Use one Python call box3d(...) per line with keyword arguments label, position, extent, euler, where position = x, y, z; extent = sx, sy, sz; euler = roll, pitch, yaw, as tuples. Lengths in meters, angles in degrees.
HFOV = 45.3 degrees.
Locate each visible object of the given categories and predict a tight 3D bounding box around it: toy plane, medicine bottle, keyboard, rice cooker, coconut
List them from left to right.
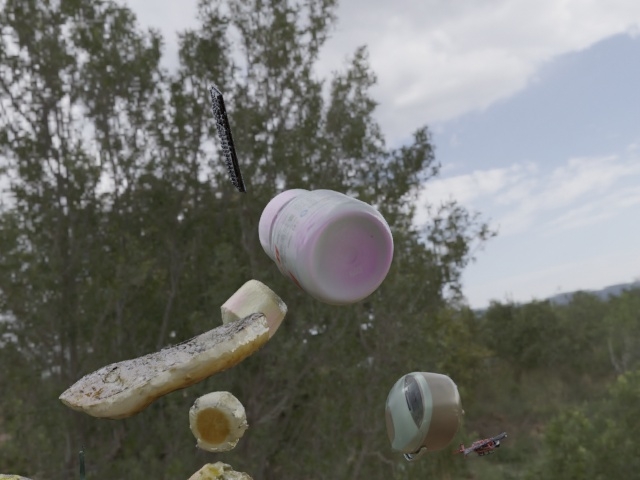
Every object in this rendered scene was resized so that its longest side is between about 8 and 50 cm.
box3d(label="keyboard", position=(-0.193, -0.206, 1.587), extent=(0.023, 0.231, 0.072), euler=(-19, 35, -13))
box3d(label="coconut", position=(-0.169, 0.187, 1.876), extent=(0.153, 0.147, 0.147), euler=(-49, 5, -19))
box3d(label="medicine bottle", position=(0.000, 0.000, 1.887), extent=(0.256, 0.256, 0.325), euler=(-4, 16, -26))
box3d(label="rice cooker", position=(0.202, 0.344, 1.513), extent=(0.127, 0.145, 0.206), euler=(-2, -39, -10))
box3d(label="toy plane", position=(0.398, 0.521, 1.934), extent=(0.145, 0.037, 0.060), euler=(-11, -28, -11))

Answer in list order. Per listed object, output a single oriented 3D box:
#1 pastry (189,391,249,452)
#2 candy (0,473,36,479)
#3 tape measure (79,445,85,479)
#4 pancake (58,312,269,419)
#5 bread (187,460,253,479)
box3d(label="pastry", position=(-0.280, 0.493, 2.090), extent=(0.165, 0.166, 0.088), euler=(-11, 5, 19))
box3d(label="candy", position=(-0.622, 0.514, 1.530), extent=(0.297, 0.081, 0.187), euler=(2, -30, 4))
box3d(label="tape measure", position=(-0.418, 0.541, 1.426), extent=(0.084, 0.331, 0.164), euler=(20, -37, -29))
box3d(label="pancake", position=(-0.269, 0.226, 1.366), extent=(0.386, 0.082, 0.387), euler=(-20, 1, 0))
box3d(label="bread", position=(-0.242, 0.750, 1.982), extent=(0.270, 0.315, 0.211), euler=(-57, 2, 37))
